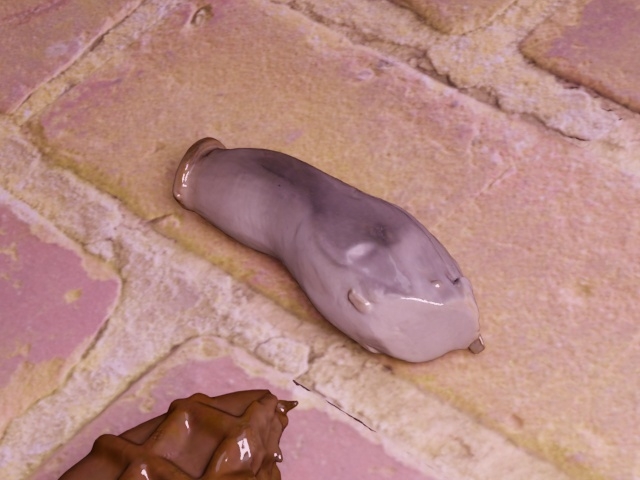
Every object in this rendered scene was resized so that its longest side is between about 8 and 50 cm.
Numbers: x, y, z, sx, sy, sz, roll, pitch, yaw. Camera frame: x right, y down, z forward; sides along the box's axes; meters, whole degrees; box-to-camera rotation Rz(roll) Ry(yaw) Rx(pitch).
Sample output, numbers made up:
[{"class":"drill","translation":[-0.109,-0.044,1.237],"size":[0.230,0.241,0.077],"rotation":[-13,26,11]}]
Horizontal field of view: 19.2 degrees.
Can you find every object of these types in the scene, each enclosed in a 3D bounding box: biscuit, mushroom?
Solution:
[{"class":"biscuit","translation":[-0.096,0.268,1.307],"size":[0.268,0.115,0.366],"rotation":[-22,39,-2]},{"class":"mushroom","translation":[0.001,-0.002,1.570],"size":[0.109,0.097,0.351],"rotation":[-35,42,-20]}]
